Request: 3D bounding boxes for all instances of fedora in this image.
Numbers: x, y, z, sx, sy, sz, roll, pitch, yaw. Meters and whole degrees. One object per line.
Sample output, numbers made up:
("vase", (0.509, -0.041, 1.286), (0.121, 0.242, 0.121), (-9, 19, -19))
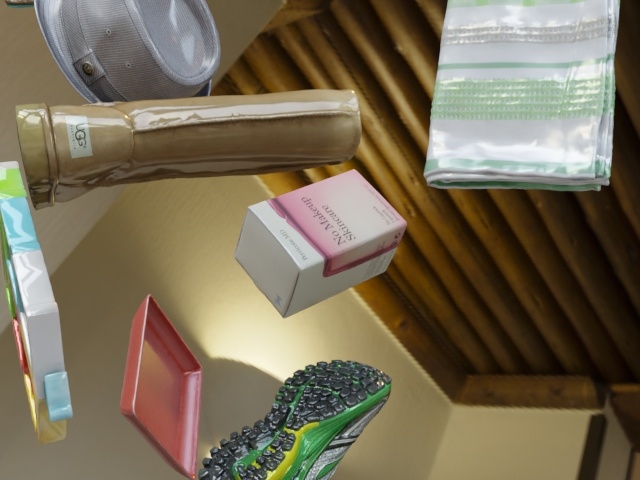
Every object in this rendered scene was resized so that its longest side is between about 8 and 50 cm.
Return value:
("fedora", (-0.232, -0.285, 1.045), (0.124, 0.243, 0.275), (-22, -86, 45))

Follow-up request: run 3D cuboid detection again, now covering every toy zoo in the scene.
("toy zoo", (-0.306, 0.076, 0.828), (0.293, 0.030, 0.192), (57, -34, 41))

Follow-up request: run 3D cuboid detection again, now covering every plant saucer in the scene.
("plant saucer", (-0.294, 0.276, 1.453), (0.047, 0.259, 0.258), (-13, -45, 10))

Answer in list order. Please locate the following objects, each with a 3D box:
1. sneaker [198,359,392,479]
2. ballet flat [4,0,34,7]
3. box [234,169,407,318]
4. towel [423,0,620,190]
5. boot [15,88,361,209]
("sneaker", (-0.024, 0.296, 1.139), (0.134, 0.343, 0.146), (18, -48, 44))
("ballet flat", (-0.424, -0.427, 1.280), (0.073, 0.206, 0.067), (29, -52, 26))
("box", (0.000, 0.000, 1.287), (0.148, 0.232, 0.127), (48, -40, 25))
("towel", (0.125, -0.106, 0.489), (0.113, 0.152, 0.023), (3, -12, 23))
("boot", (-0.127, -0.084, 0.714), (0.236, 0.269, 0.089), (-165, -111, -70))
